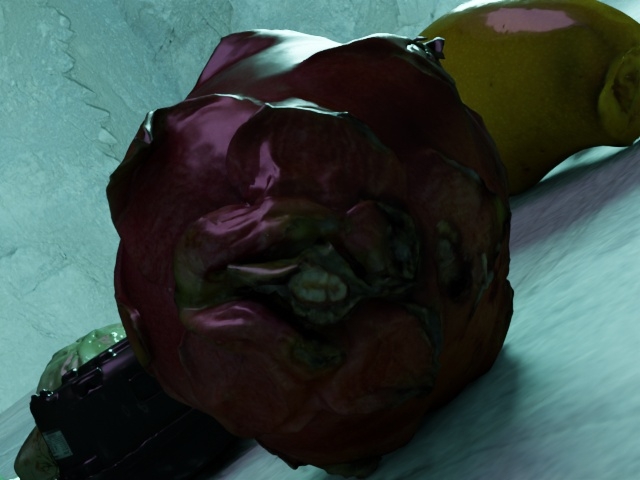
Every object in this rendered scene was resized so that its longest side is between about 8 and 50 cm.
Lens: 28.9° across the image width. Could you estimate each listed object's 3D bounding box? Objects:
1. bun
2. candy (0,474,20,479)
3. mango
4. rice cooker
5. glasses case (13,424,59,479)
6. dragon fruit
[{"bbox_3d":[-0.275,0.174,1.519,0.195,0.118,0.195,-32,8,5],"label":"bun"},{"bbox_3d":[-0.263,0.218,1.205,0.119,0.119,0.440,-32,-2,24],"label":"candy"},{"bbox_3d":[0.171,-0.138,1.174,0.144,0.187,0.359,-22,-2,-34],"label":"mango"},{"bbox_3d":[-0.129,0.130,0.951,0.203,0.118,0.142,-34,4,-39],"label":"rice cooker"},{"bbox_3d":[-0.139,0.122,1.207,0.156,0.098,0.425,-29,7,29],"label":"glasses case"},{"bbox_3d":[0.001,-0.001,0.703,0.250,0.250,0.315,-31,13,36],"label":"dragon fruit"}]
